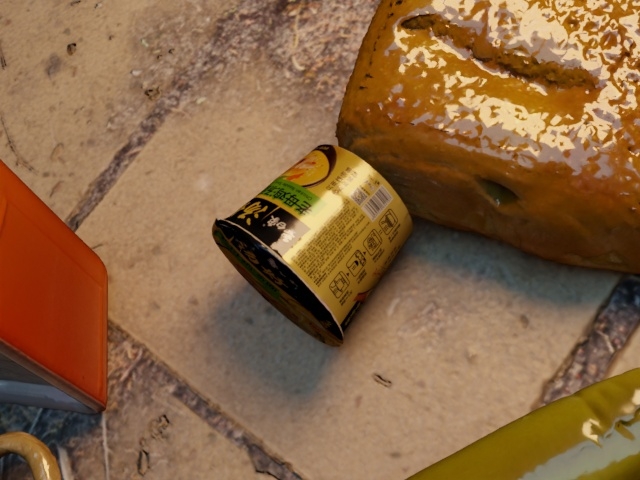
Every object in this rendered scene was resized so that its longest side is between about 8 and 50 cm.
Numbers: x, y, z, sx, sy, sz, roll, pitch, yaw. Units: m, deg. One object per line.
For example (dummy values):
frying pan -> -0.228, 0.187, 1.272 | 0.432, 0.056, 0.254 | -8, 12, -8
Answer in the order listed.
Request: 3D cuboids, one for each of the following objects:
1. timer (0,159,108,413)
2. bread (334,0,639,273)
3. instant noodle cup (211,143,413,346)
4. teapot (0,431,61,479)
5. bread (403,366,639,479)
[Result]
timer -> -0.341, 0.055, 0.674 | 0.250, 0.257, 0.161 | -10, 60, 9
bread -> 0.206, -0.155, 0.669 | 0.328, 0.148, 0.337 | 22, 77, 21
instant noodle cup -> 0.000, 0.000, 0.672 | 0.151, 0.151, 0.122 | 39, 73, 24
teapot -> -0.339, 0.265, 0.615 | 0.311, 0.203, 0.167 | -28, 63, -2
bread -> 0.116, 0.224, 0.559 | 0.383, 0.112, 0.166 | -29, 103, 4
